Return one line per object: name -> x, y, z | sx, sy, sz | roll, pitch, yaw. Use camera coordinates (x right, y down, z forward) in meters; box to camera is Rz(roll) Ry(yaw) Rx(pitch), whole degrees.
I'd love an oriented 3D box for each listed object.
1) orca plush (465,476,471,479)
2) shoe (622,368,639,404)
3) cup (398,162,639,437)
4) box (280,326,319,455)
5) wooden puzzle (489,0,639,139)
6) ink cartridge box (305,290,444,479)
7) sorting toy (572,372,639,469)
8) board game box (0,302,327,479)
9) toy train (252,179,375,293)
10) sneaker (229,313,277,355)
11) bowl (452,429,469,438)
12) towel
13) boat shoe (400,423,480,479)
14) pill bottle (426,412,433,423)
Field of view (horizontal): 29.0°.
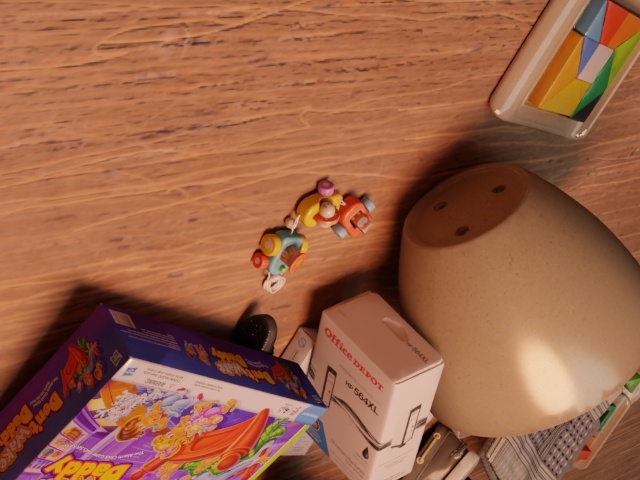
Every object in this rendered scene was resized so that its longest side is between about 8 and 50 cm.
orca plush -> 0.145, 0.499, 2.093 | 0.102, 0.151, 0.287 | 40, 96, -26
shoe -> 0.567, 0.298, 2.390 | 0.058, 0.076, 0.219 | 0, 127, -55
cup -> 0.229, 0.045, 1.552 | 0.331, 0.331, 0.237 | -38, 119, -14
box -> -0.024, 0.202, 1.635 | 0.145, 0.038, 0.186 | 14, 112, -54
wooden puzzle -> 0.339, -0.233, 1.591 | 0.238, 0.044, 0.221 | 8, 119, -52
ink cartridge box -> 0.059, 0.189, 1.544 | 0.086, 0.148, 0.203 | -20, 137, -33
sorting toy -> 0.479, 0.359, 2.326 | 0.196, 0.047, 0.348 | 16, 113, -35
board game box -> -0.182, 0.209, 1.369 | 0.233, 0.078, 0.347 | -46, 145, 15
toy train -> 0.000, 0.000, 1.440 | 0.166, 0.046, 0.125 | -42, 147, -10
sneaker -> -0.077, 0.153, 1.512 | 0.089, 0.051, 0.170 | -2, 132, -47
bowl -> 0.267, 0.243, 2.004 | 0.142, 0.053, 0.142 | -12, 134, -43
towel -> 0.399, 0.313, 2.103 | 0.312, 0.056, 0.324 | -52, 144, -16
boat shoe -> 0.125, 0.430, 2.002 | 0.305, 0.091, 0.109 | -45, 165, -3
pill bottle -> 0.186, 0.198, 1.830 | 0.152, 0.086, 0.086 | -42, 147, -10
